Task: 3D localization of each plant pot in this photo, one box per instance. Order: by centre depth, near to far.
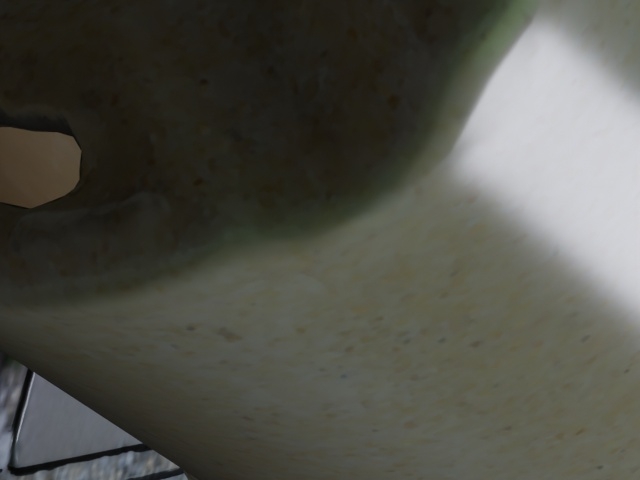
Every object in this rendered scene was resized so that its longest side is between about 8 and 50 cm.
[{"bbox_3d":[0.020,-0.053,0.498,0.305,0.334,0.334,31,77,-60],"label":"plant pot"}]
